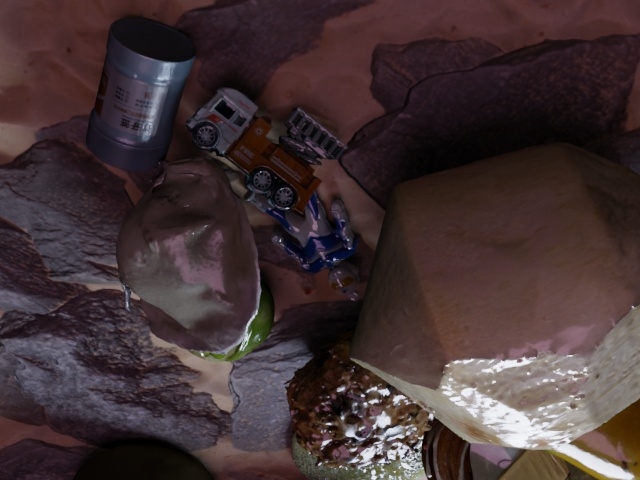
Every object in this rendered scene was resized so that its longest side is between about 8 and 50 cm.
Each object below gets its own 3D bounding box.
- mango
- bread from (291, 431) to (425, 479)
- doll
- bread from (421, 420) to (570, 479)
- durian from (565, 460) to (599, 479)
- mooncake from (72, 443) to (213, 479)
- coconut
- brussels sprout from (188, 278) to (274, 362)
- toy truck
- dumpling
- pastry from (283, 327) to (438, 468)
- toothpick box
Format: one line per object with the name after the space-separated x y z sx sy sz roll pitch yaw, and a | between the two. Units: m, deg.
0.424 0.253 1.150 0.317 0.211 0.173 17 165 -11 | mango
0.078 0.374 1.358 0.267 0.040 0.266 1 127 1 | bread
0.000 0.000 1.060 0.114 0.057 0.227 -30 117 17 | doll
0.269 0.352 1.234 0.224 0.142 0.212 -42 84 -11 | bread
0.387 0.436 1.325 0.238 0.193 0.137 2 153 12 | durian
-0.330 0.505 1.399 0.285 0.155 0.284 0 126 0 | mooncake
0.229 0.082 0.936 0.416 0.344 0.415 -1 125 -1 | coconut
-0.141 0.108 1.110 0.155 0.117 0.155 -3 109 -7 | brussels sprout
-0.070 -0.122 0.941 0.178 0.080 0.115 37 89 -12 | toy truck
-0.152 0.020 0.987 0.205 0.163 0.292 25 125 3 | dumpling
0.073 0.217 1.162 0.275 0.193 0.274 -11 120 -20 | pastry
-0.215 -0.172 0.905 0.101 0.101 0.153 17 125 -11 | toothpick box
